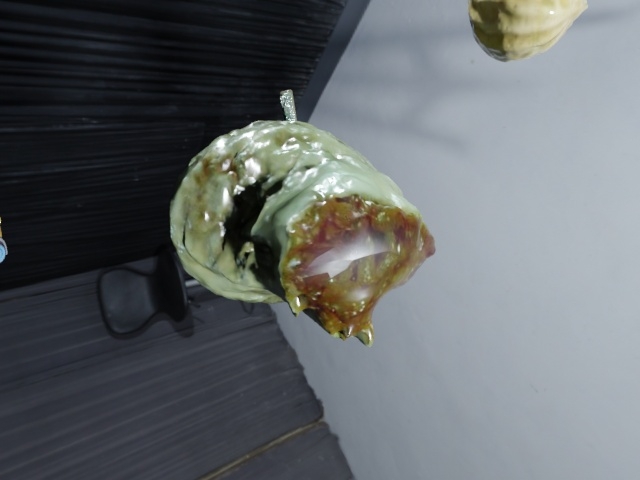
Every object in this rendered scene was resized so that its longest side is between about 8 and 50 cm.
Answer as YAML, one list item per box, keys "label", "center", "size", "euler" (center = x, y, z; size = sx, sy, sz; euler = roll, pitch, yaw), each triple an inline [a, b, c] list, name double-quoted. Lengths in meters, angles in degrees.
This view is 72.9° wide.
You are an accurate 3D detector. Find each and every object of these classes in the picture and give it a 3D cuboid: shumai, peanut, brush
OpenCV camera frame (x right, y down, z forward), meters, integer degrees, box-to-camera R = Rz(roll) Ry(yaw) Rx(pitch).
- label: "shumai"
  center: [0.000, 0.000, 0.661]
  size: [0.323, 0.397, 0.324]
  euler: [32, 105, 50]
- label: "peanut"
  center: [0.286, -0.355, 0.611]
  size: [0.153, 0.325, 0.140]
  euler: [-3, 126, 28]
- label: "brush"
  center: [-0.071, -0.272, 1.067]
  size: [0.034, 0.027, 0.191]
  euler: [-7, 101, 9]

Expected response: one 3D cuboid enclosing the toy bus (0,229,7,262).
- label: "toy bus"
  center: [-0.694, -0.009, 0.800]
  size: [0.209, 0.126, 0.136]
  euler: [-118, 27, -80]
